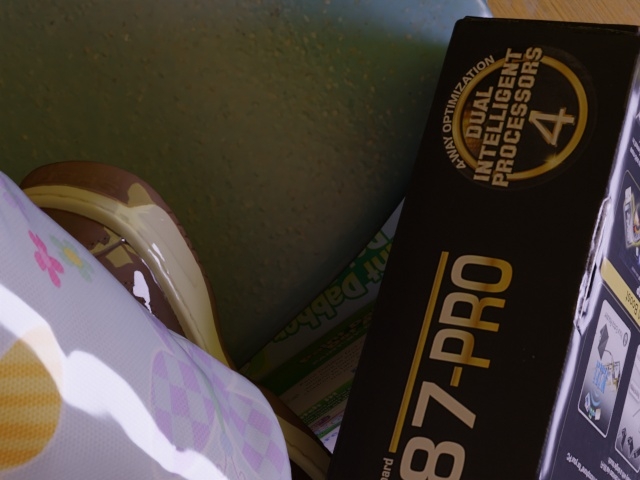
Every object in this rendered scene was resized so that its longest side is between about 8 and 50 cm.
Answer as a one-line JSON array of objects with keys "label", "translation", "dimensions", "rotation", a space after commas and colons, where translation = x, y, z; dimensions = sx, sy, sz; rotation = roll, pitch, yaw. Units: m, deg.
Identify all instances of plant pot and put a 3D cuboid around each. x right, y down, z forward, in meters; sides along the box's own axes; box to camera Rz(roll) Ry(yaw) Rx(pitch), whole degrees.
[{"label": "plant pot", "translation": [-0.067, -0.096, 0.809], "dimensions": [0.248, 0.252, 0.247], "rotation": [52, 7, -16]}]

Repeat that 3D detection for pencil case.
[{"label": "pencil case", "translation": [-0.117, 0.016, 0.434], "dimensions": [0.124, 0.113, 0.273], "rotation": [45, -3, 47]}]

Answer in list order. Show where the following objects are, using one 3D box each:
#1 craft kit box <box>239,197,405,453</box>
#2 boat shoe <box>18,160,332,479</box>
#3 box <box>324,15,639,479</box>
[{"label": "craft kit box", "translation": [0.049, 0.035, 0.989], "dimensions": [0.061, 0.250, 0.246], "rotation": [56, 5, 16]}, {"label": "boat shoe", "translation": [-0.062, 0.094, 0.670], "dimensions": [0.257, 0.095, 0.095], "rotation": [58, 38, -32]}, {"label": "box", "translation": [0.122, 0.125, 0.817], "dimensions": [0.097, 0.318, 0.395], "rotation": [7, -18, 25]}]
